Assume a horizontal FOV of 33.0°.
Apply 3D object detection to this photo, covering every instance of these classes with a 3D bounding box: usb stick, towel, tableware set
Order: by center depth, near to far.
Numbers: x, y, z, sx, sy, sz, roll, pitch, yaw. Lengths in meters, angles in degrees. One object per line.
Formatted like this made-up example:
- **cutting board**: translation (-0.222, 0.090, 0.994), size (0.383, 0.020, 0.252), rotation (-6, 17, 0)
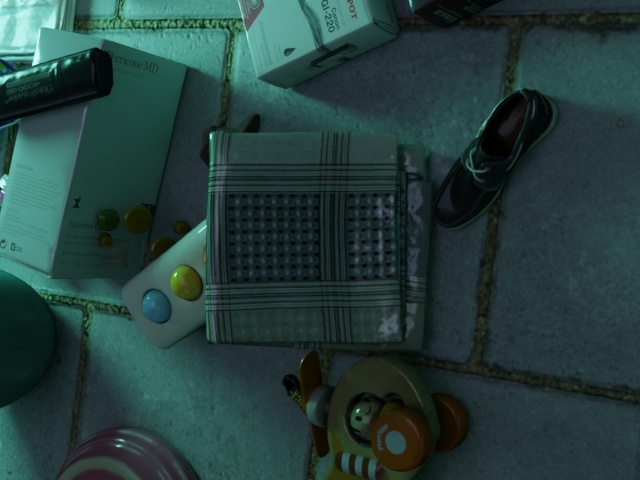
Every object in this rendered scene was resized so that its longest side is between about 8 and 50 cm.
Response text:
- **towel**: translation (0.000, 0.000, 1.532), size (0.324, 0.056, 0.312), rotation (2, 84, -7)
- **usb stick**: translation (-0.433, -0.237, 1.681), size (0.278, 0.045, 0.077), rotation (-8, 90, 32)
- **tableware set**: translation (-0.291, -0.009, 1.770), size (0.024, 0.154, 0.104), rotation (31, 120, 58)
- **towel**: translation (-0.591, -0.491, 2.041), size (0.331, 0.053, 0.317), rotation (4, 88, 31)

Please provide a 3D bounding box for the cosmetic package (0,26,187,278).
- **cosmetic package**: translation (-0.380, -0.139, 1.792), size (0.156, 0.217, 0.385), rotation (18, 98, 32)

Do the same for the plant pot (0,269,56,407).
- **plant pot**: translation (-0.613, 0.173, 1.899), size (0.293, 0.235, 0.293), rotation (-2, 86, 31)

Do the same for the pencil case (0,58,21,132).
- **pencil case**: translation (-0.671, -0.209, 2.032), size (0.306, 0.119, 0.133), rotation (-38, 89, 24)

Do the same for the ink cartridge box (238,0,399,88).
- **ink cartridge box**: translation (-0.006, -0.347, 1.645), size (0.218, 0.092, 0.159), rotation (-21, 76, 27)

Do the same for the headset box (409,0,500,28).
- **headset box**: translation (0.218, -0.447, 1.501), size (0.293, 0.110, 0.218), rotation (-21, 76, 29)

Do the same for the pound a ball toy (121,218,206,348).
- **pound a ball toy**: translation (-0.141, 0.074, 1.646), size (0.319, 0.135, 0.208), rotation (-35, 86, 35)

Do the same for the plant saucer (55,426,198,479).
- **plant saucer**: translation (-0.339, 0.480, 1.792), size (0.332, 0.084, 0.332), rotation (-2, 85, 31)

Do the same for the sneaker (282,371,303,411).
- **sneaker**: translation (-0.033, 0.239, 1.652), size (0.031, 0.035, 0.083), rotation (-47, 65, 21)

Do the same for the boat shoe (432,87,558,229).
- **boat shoe**: translation (0.226, -0.113, 1.493), size (0.084, 0.079, 0.233), rotation (47, 112, 24)

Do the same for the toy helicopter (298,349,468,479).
- **toy helicopter**: translation (0.032, 0.315, 1.554), size (0.235, 0.140, 0.355), rotation (38, 114, 25)

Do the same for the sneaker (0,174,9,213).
- **sneaker**: translation (-0.520, -0.087, 1.932), size (0.103, 0.111, 0.252), rotation (28, 101, 30)

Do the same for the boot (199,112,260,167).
- **boot**: translation (-0.152, -0.166, 1.752), size (0.087, 0.042, 0.118), rotation (32, 103, 32)
